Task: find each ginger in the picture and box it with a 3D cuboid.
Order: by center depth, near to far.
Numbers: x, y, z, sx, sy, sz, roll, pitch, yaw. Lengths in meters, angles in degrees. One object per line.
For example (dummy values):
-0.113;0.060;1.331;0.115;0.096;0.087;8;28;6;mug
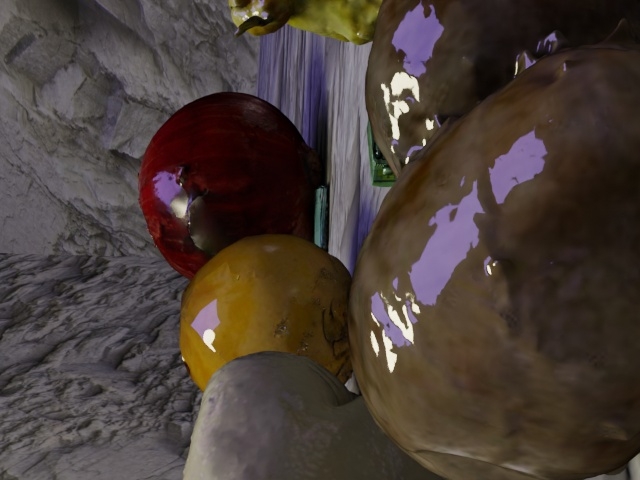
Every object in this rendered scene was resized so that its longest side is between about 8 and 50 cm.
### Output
0.096;-0.042;0.487;0.244;0.155;0.304;91;-175;-56;ginger

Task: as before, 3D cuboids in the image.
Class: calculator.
0.000;0.000;1.599;0.057;0.018;0.171;147;125;-82;calculator

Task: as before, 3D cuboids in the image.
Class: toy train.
0.069;-0.102;1.052;0.056;0.038;0.093;92;175;-58;toy train

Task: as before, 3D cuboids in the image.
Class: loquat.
-0.058;0.104;1.235;0.235;0.235;0.234;-178;90;-82;loquat

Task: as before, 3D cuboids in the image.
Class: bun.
0.005;0.264;0.769;0.365;0.219;0.365;2;-90;-89;bun

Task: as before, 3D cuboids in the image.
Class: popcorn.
0.004;-0.274;0.984;0.168;0.195;0.173;103;160;-60;popcorn

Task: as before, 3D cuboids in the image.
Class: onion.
-0.158;-0.077;1.677;0.341;0.342;0.341;-178;90;-82;onion

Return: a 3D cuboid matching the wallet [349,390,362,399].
0.034;0.247;1.227;0.152;0.039;0.117;110;158;-70;wallet
